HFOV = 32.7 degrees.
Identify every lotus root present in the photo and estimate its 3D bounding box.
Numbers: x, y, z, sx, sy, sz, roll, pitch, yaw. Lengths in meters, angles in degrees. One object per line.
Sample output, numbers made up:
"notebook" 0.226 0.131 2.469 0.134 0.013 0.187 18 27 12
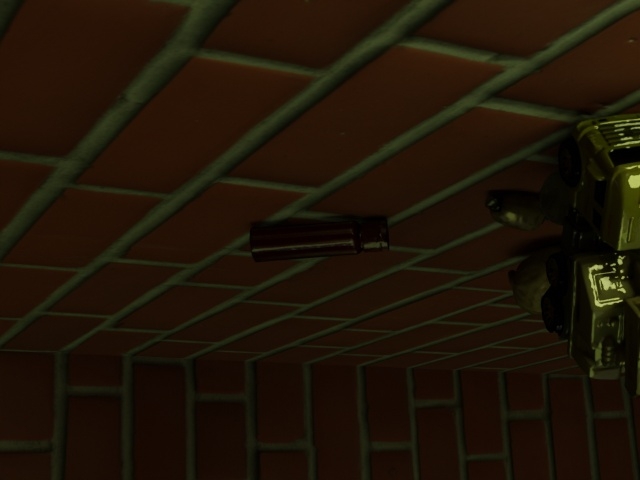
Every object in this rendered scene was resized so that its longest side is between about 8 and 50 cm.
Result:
"lotus root" 0.361 -0.050 1.961 0.152 0.063 0.072 9 152 -24

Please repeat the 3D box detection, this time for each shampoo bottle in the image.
"shampoo bottle" 0.000 0.000 2.081 0.260 0.064 0.102 -4 164 7

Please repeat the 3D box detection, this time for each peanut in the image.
"peanut" 0.526 0.072 2.275 0.291 0.143 0.159 -14 172 29

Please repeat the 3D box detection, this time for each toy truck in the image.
"toy truck" 0.458 0.028 1.622 0.181 0.254 0.405 -7 122 -10

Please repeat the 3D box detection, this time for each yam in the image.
"yam" 0.436 -0.068 1.811 0.107 0.107 0.183 -12 170 33
